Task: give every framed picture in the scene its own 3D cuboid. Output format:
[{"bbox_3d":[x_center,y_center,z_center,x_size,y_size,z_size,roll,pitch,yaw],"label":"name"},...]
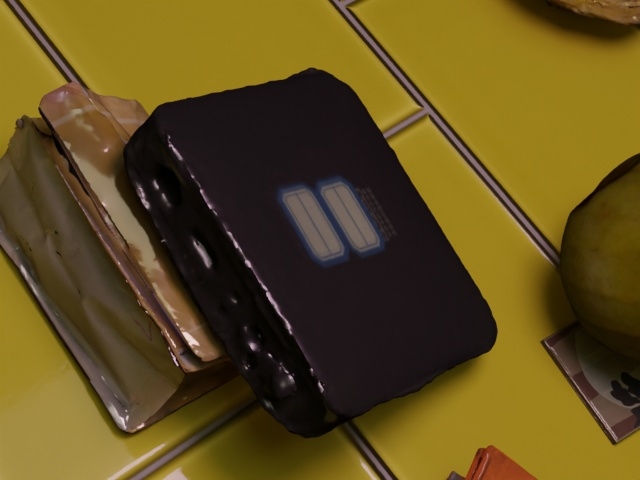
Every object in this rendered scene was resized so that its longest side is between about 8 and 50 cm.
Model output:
[{"bbox_3d":[0.358,0.123,1.638,0.201,0.010,0.136,-26,73,-27],"label":"framed picture"}]

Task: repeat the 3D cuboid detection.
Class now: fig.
[{"bbox_3d":[0.391,0.024,1.546,0.271,0.239,0.239,19,48,44],"label":"fig"}]

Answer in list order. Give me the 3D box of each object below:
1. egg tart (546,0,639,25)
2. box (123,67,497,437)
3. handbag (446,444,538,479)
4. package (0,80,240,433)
[{"bbox_3d":[0.338,-0.377,1.824,0.288,0.118,0.288,6,68,-15],"label":"egg tart"},{"bbox_3d":[0.000,0.000,1.471,0.350,0.091,0.359,-21,78,-54],"label":"box"},{"bbox_3d":[0.263,0.413,1.402,0.410,0.116,0.303,30,56,0],"label":"handbag"},{"bbox_3d":[-0.173,-0.003,1.460,0.221,0.165,0.311,-27,74,-27],"label":"package"}]
